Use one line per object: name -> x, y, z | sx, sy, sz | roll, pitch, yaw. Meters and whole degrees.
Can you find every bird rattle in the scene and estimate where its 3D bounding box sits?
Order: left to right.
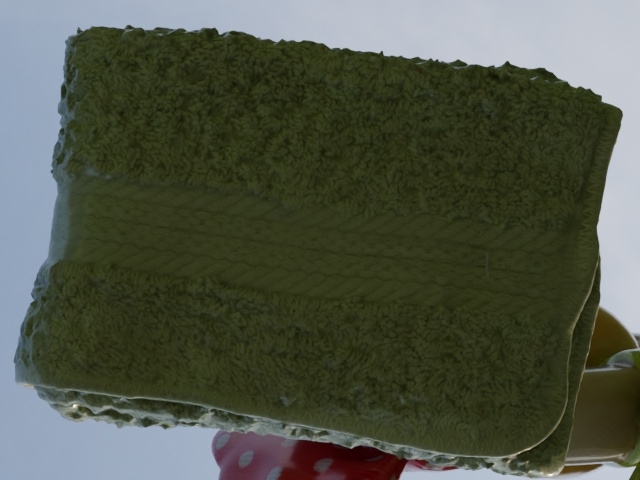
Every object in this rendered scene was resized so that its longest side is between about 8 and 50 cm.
bird rattle -> 0.084, 0.073, 0.573 | 0.207, 0.253, 0.143 | 0, -102, -75

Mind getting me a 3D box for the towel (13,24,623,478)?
towel -> 0.000, 0.000, 0.363 | 0.148, 0.027, 0.110 | 8, -96, 0
